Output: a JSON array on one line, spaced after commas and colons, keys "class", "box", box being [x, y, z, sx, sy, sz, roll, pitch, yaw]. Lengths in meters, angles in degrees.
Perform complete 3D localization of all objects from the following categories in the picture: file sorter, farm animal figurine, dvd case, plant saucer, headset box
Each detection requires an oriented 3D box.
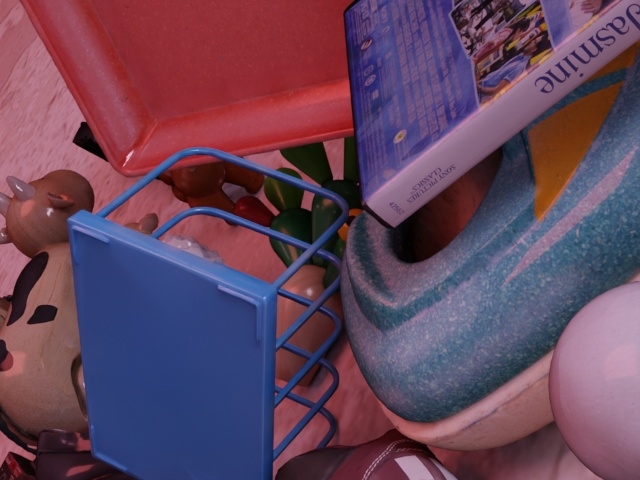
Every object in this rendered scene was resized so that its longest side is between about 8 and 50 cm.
[{"class": "file sorter", "box": [-0.053, 0.052, 0.660, 0.104, 0.118, 0.170, -43, -34, -45]}, {"class": "farm animal figurine", "box": [-0.206, 0.043, 0.955, 0.330, 0.172, 0.326, -45, 30, 24]}, {"class": "dvd case", "box": [0.109, -0.132, 0.506, 0.253, 0.022, 0.180, -39, 29, 24]}, {"class": "plant saucer", "box": [-0.071, -0.171, 0.688, 0.259, 0.258, 0.047, -8, 30, 35]}, {"class": "headset box", "box": [-0.260, 0.222, 1.017, 0.083, 0.032, 0.062, -61, 28, -6]}]

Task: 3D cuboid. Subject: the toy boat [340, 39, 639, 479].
[{"class": "toy boat", "box": [0.112, 0.001, 0.497, 0.267, 0.148, 0.318, -50, 28, 16]}]

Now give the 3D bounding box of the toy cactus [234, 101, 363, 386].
[{"class": "toy cactus", "box": [0.000, 0.000, 0.755, 0.219, 0.112, 0.180, 14, 84, 53]}]

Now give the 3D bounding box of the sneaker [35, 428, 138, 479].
[{"class": "sneaker", "box": [-0.177, 0.221, 0.798, 0.269, 0.101, 0.153, -38, 38, 26]}]

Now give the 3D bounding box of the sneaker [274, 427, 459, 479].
[{"class": "sneaker", "box": [-0.020, 0.208, 0.585, 0.281, 0.106, 0.162, -50, 17, 7]}]

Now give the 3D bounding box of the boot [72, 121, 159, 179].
[{"class": "boot", "box": [-0.153, -0.168, 1.162, 0.207, 0.094, 0.246, -64, 21, -3]}]
